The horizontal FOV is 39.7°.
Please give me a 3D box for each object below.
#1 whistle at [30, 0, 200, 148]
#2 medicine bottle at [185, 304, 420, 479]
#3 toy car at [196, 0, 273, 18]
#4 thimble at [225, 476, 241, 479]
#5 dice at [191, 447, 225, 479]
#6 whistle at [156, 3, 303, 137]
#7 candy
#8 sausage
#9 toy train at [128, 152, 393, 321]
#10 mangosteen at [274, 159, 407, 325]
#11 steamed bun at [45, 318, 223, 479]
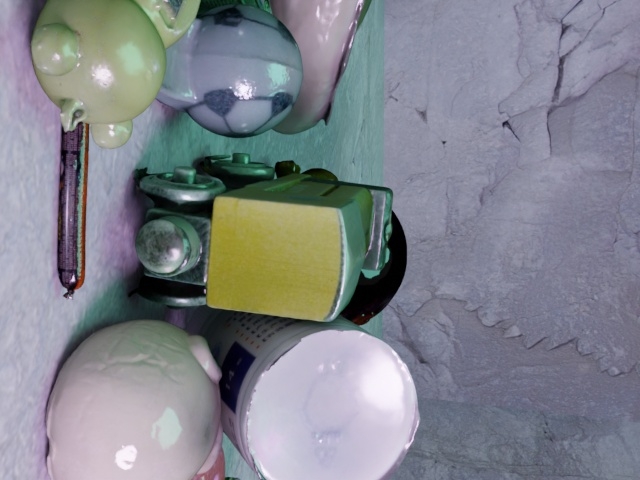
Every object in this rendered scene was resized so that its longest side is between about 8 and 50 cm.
[{"bbox_3d":[-0.167,-0.208,0.757,0.131,0.106,0.288,63,35,-54],"label":"whistle"},{"bbox_3d":[-0.040,0.159,1.033,0.332,0.190,0.190,-160,-107,-69],"label":"medicine bottle"},{"bbox_3d":[-0.116,-0.308,1.029,0.224,0.090,0.076,56,37,-72],"label":"toy car"},{"bbox_3d":[-0.129,0.390,1.206,0.090,0.118,0.130,-76,-176,-56],"label":"thimble"},{"bbox_3d":[-0.165,0.276,1.027,0.094,0.091,0.093,-59,152,-68],"label":"dice"},{"bbox_3d":[-0.103,-0.194,0.979,0.289,0.163,0.163,8,87,-80],"label":"whistle"},{"bbox_3d":[-0.008,-0.358,1.265,0.386,0.186,0.427,-81,-176,-68],"label":"candy"},{"bbox_3d":[-0.218,-0.045,0.786,0.028,0.025,0.198,-158,-109,-68],"label":"sausage"},{"bbox_3d":[-0.058,-0.010,1.042,0.397,0.253,0.160,-35,130,-75],"label":"toy train"},{"bbox_3d":[0.000,0.000,1.445,0.302,0.275,0.275,63,2,17],"label":"mangosteen"},{"bbox_3d":[-0.166,0.170,0.875,0.228,0.130,0.177,-28,121,-75],"label":"steamed bun"}]
